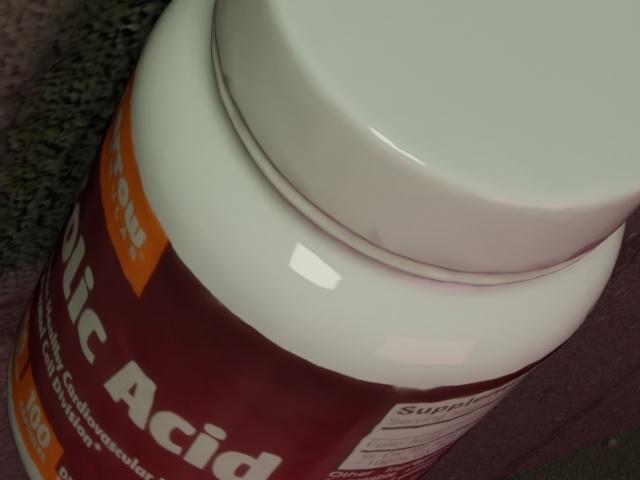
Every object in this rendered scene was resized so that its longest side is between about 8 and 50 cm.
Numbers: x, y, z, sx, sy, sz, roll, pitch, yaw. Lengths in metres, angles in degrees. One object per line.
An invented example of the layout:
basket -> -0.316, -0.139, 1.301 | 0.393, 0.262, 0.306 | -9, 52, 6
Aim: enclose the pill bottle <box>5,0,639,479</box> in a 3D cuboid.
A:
pill bottle -> 0.000, 0.000, 0.811 | 0.224, 0.224, 0.392 | -18, 159, -30
